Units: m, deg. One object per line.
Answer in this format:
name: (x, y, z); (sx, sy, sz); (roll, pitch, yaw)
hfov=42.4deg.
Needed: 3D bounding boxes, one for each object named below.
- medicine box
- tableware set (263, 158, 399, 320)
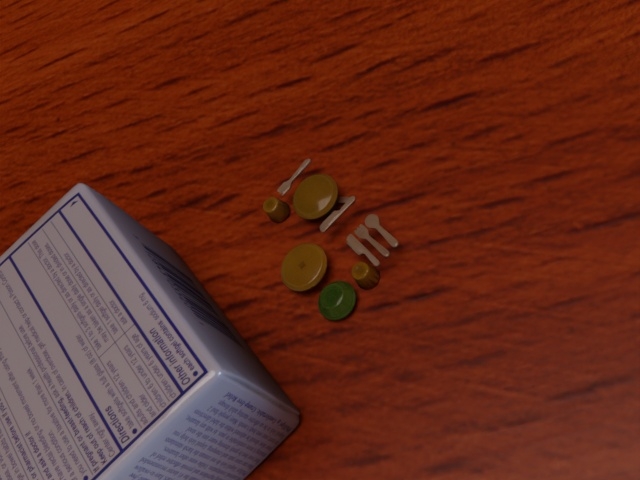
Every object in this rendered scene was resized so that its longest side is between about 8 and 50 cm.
medicine box: (-0.216, 0.147, 0.720); (0.289, 0.149, 0.263); (-44, 53, 0)
tableware set: (0.000, 0.000, 0.771); (0.104, 0.024, 0.154); (-47, 54, 1)
